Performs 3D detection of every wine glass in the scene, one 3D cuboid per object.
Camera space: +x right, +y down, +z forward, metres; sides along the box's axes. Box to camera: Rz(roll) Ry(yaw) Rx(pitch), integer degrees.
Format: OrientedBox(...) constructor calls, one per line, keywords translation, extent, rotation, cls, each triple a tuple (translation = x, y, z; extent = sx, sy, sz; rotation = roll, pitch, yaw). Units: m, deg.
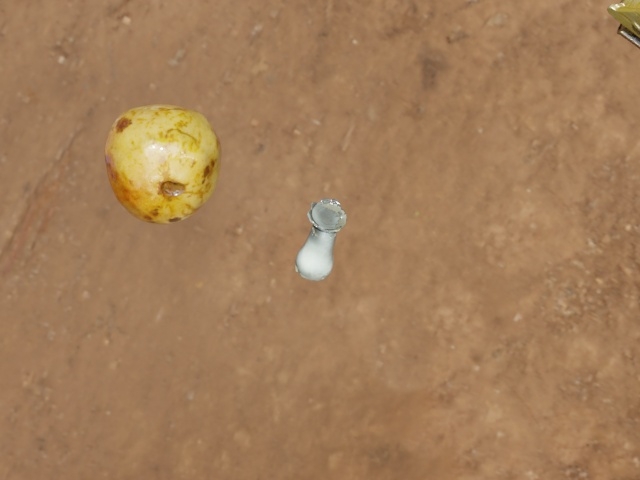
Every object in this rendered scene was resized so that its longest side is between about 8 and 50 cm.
OrientedBox(translation=(0.000, 0.000, 1.653), extent=(0.155, 0.072, 0.072), rotation=(107, 163, -53), cls="wine glass")

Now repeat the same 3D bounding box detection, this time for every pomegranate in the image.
OrientedBox(translation=(-0.281, -0.143, 1.700), extent=(0.215, 0.215, 0.215), rotation=(-31, 47, 39), cls="pomegranate")

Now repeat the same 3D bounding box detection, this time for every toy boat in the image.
OrientedBox(translation=(0.515, -0.289, 1.402), extent=(0.068, 0.226, 0.088), rotation=(-56, 5, -16), cls="toy boat")
